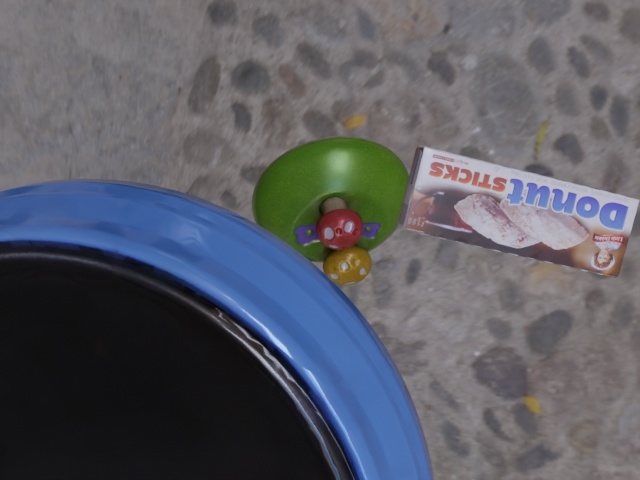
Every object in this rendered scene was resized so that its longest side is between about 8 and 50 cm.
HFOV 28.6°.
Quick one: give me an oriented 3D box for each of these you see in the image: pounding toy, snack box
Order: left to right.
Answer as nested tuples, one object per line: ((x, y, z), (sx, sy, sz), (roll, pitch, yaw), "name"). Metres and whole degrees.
((0.000, 0.000, 1.405), (0.237, 0.110, 0.183), (-36, 132, 24), "pounding toy")
((0.150, -0.021, 0.953), (0.178, 0.022, 0.064), (12, 95, -13), "snack box")

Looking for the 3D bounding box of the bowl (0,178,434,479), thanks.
((-0.130, 0.161, 0.720), (0.391, 0.077, 0.391), (4, 107, 14), "bowl")
